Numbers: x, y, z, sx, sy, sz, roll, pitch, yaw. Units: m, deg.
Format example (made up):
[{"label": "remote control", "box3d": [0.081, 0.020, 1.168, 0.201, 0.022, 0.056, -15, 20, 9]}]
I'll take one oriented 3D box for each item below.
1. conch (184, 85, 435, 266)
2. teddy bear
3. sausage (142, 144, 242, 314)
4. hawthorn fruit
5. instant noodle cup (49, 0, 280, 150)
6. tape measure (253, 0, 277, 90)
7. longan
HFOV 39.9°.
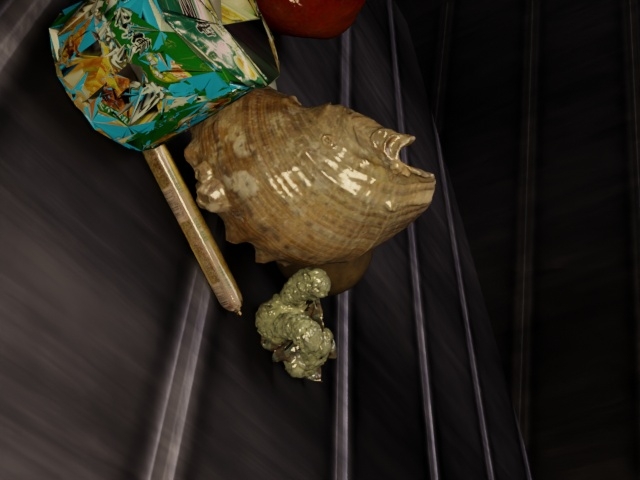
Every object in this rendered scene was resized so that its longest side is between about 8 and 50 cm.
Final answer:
[{"label": "conch", "box3d": [-0.025, -0.060, 1.158, 0.352, 0.210, 0.297, 21, -16, 47]}, {"label": "teddy bear", "box3d": [-0.038, 0.129, 1.233, 0.213, 0.111, 0.133, 84, 17, -60]}, {"label": "sausage", "box3d": [-0.164, -0.021, 1.131, 0.269, 0.032, 0.033, 64, 18, -9]}, {"label": "hawthorn fruit", "box3d": [-0.023, -0.534, 1.809, 0.307, 0.265, 0.265, -4, 72, -77]}, {"label": "instant noodle cup", "box3d": [-0.189, -0.225, 1.030, 0.240, 0.178, 0.240, 41, 29, -30]}, {"label": "tape measure", "box3d": [-0.162, -0.329, 1.364, 0.246, 0.125, 0.243, 40, 32, -56]}, {"label": "longan", "box3d": [0.000, 0.000, 1.387, 0.187, 0.167, 0.167, 29, 38, -36]}]
